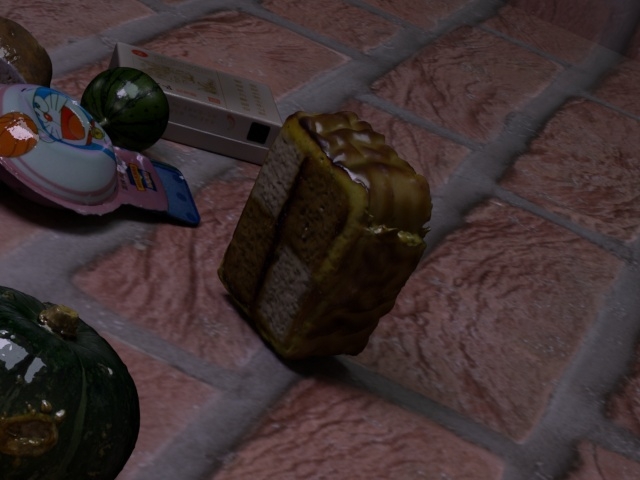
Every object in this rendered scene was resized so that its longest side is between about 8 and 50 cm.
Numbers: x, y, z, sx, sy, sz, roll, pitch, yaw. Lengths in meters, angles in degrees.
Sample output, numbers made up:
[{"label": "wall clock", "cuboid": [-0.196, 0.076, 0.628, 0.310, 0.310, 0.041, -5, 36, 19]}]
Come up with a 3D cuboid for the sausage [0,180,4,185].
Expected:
[{"label": "sausage", "cuboid": [-0.317, -0.062, 1.725, 0.015, 0.015, 0.100, 27, 22, 14]}]

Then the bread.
[{"label": "bread", "cuboid": [0.000, 0.000, 1.603, 0.096, 0.222, 0.181, -1, 40, -37]}]

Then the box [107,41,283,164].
[{"label": "box", "cuboid": [-0.152, -0.163, 2.057, 0.201, 0.058, 0.141, 15, 22, -18]}]

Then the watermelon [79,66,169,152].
[{"label": "watermelon", "cuboid": [-0.215, -0.141, 1.894, 0.109, 0.109, 0.109, 19, 22, -8]}]

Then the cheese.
[{"label": "cheese", "cuboid": [-0.243, -0.082, 1.752, 0.286, 0.074, 0.189, 21, 33, -37]}]

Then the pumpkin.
[{"label": "pumpkin", "cuboid": [-0.219, 0.111, 1.233, 0.190, 0.146, 0.190, 17, 24, -8]}]

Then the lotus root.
[{"label": "lotus root", "cuboid": [-0.347, -0.176, 1.832, 0.122, 0.112, 0.081, 20, 28, -6]}]
